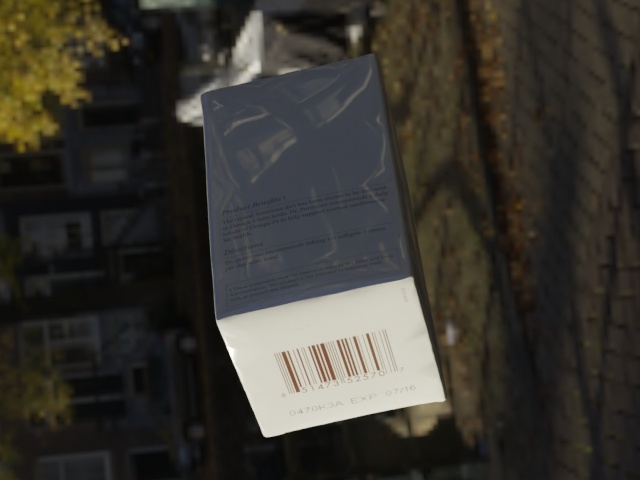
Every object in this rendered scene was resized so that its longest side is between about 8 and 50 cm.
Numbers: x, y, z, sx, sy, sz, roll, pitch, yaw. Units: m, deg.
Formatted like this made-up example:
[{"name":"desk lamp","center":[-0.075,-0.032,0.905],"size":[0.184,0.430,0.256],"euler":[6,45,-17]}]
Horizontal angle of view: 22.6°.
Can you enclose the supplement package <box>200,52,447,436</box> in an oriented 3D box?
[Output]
[{"name":"supplement package","center":[0.000,0.000,0.880],"size":[0.105,0.105,0.179],"euler":[71,-171,-45]}]
